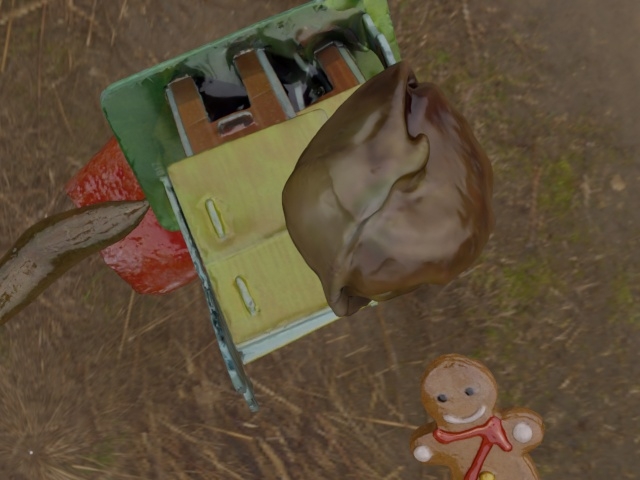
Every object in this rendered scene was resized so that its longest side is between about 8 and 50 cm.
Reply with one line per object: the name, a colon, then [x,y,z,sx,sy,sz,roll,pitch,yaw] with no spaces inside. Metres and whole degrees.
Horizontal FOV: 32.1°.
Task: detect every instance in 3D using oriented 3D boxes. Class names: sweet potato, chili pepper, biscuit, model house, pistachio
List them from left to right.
sweet potato: [-0.379,0.038,1.467,0.346,0.108,0.079,-41,117,-9]
chili pepper: [-0.231,-0.063,1.658,0.305,0.229,0.251,-39,119,19]
model house: [0.000,0.000,1.078,0.300,0.340,0.324,-22,42,-2]
pistachio: [0.049,-0.032,0.711,0.130,0.210,0.165,17,111,5]
biscuit: [0.233,0.311,1.647,0.205,0.049,0.324,-11,112,18]
